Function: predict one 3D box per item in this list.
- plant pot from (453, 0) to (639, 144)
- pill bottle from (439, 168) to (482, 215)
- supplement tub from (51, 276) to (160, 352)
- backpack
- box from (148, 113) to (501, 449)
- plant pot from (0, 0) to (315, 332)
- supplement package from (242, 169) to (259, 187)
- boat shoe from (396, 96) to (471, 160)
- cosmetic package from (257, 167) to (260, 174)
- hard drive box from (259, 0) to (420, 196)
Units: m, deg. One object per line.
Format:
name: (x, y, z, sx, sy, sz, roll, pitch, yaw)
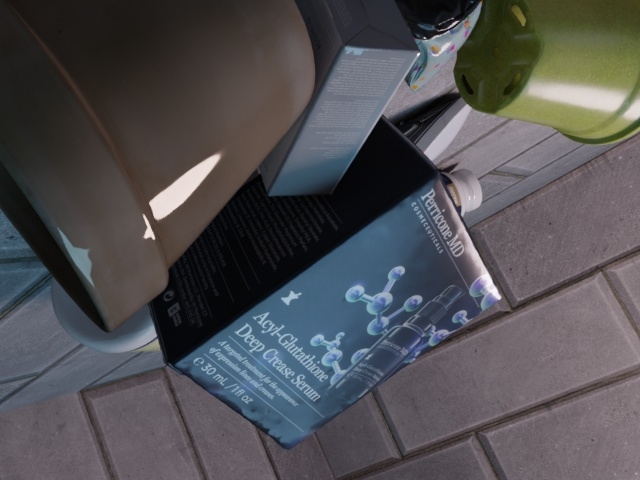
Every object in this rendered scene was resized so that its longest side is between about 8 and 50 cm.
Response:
plant pot: (0.361, -0.287, 1.006, 0.254, 0.276, 0.276, -5, 159, -28)
pill bottle: (0.314, -0.106, 1.816, 0.265, 0.153, 0.153, -22, 167, -19)
supplement tub: (-0.328, 0.096, 1.234, 0.235, 0.235, 0.325, -26, 167, 5)
backpack: (0.132, -0.279, 0.837, 0.152, 0.115, 0.182, -35, 175, -13)
box: (0.005, 0.057, 0.906, 0.395, 0.212, 0.293, -37, 133, 2)
plant pot: (-0.169, -0.131, 0.568, 0.280, 0.323, 0.323, -39, 173, -23)
supplement package: (-0.209, -0.064, 1.004, 0.194, 0.149, 0.203, -20, 167, -21)
boat shoe: (0.185, -0.200, 1.321, 0.301, 0.102, 0.108, -46, 161, -6)
cosmetic package: (-0.128, -0.085, 1.270, 0.099, 0.060, 0.239, -25, 169, -25)
hard drive box: (-0.009, -0.188, 0.711, 0.089, 0.181, 0.232, -4, 150, -27)
